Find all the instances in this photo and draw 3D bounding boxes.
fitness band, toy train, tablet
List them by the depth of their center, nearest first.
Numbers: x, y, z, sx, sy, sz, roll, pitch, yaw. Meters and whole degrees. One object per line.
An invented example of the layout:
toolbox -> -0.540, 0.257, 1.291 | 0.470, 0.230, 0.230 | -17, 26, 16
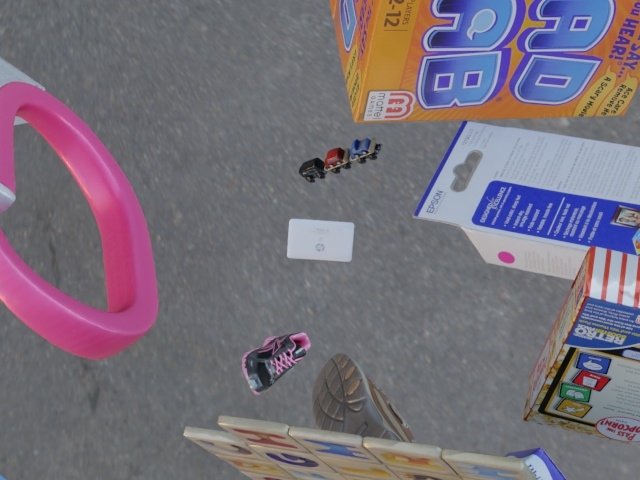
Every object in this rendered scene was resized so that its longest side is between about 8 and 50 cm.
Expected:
fitness band -> -0.227, -0.024, 1.057 | 0.054, 0.290, 0.209 | -36, 128, 16
tablet -> 0.000, 0.000, 1.548 | 0.083, 0.006, 0.054 | 4, 110, -1
toy train -> 0.026, -0.116, 1.707 | 0.036, 0.158, 0.027 | 36, 55, -31

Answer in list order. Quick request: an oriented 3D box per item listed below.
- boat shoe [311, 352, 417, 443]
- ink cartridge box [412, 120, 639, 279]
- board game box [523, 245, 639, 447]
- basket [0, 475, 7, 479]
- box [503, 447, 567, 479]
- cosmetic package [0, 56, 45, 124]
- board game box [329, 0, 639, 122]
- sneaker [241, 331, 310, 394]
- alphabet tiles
boat shoe -> 0.081, 0.311, 1.964 | 0.116, 0.324, 0.123 | 33, 108, -35
ink cartridge box -> 0.308, -0.035, 1.355 | 0.371, 0.175, 0.069 | 13, 141, 22
board game box -> 0.239, 0.089, 0.869 | 0.147, 0.045, 0.193 | 13, 146, 3
basket -> -0.405, 0.339, 1.200 | 0.201, 0.289, 0.254 | -5, 140, 26
box -> 0.253, 0.354, 1.651 | 0.137, 0.126, 0.072 | -35, 87, -18
cosmetic package -> -0.504, -0.238, 1.671 | 0.239, 0.099, 0.060 | 34, 120, 21
board game box -> 0.210, -0.394, 1.453 | 0.357, 0.356, 0.356 | -2, 145, -9
sneaker -> -0.046, 0.132, 1.347 | 0.057, 0.119, 0.047 | -18, 102, 24
alphabet tiles -> 0.076, 0.197, 0.956 | 0.343, 0.285, 0.011 | 5, 68, 23
